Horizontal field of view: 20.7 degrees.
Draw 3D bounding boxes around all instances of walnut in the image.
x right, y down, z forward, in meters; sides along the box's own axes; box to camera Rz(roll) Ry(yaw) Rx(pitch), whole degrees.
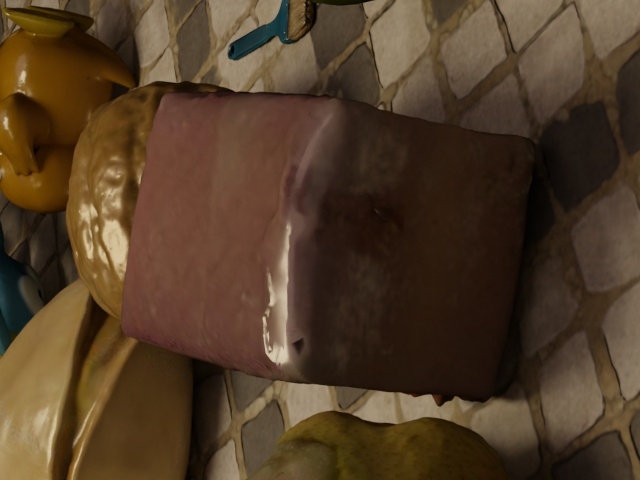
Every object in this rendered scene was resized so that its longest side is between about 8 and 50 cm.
[{"bbox_3d":[-0.127,-0.024,1.663,0.257,0.224,0.257,-14,72,52],"label":"walnut"}]

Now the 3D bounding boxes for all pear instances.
[{"bbox_3d":[0.041,0.256,1.318,0.271,0.271,0.271,-23,62,54],"label":"pear"}]

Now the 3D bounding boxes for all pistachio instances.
[{"bbox_3d":[-0.241,0.190,1.800,0.238,0.229,0.321,133,155,-80],"label":"pistachio"}]

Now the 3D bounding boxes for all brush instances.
[{"bbox_3d":[-0.054,-0.215,1.800,0.164,0.014,0.051,-19,64,56],"label":"brush"}]

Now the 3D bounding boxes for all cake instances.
[{"bbox_3d":[0.000,0.000,1.427,0.309,0.237,0.230,12,89,55],"label":"cake"}]

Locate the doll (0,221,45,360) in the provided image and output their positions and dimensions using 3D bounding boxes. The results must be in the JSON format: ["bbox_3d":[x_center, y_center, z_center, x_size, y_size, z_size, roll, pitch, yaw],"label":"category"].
[{"bbox_3d":[-0.407,0.009,2.146,0.346,0.099,0.341,-135,29,-71],"label":"doll"}]

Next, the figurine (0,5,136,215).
[{"bbox_3d":[-0.328,-0.157,2.081,0.228,0.215,0.215,-53,38,13],"label":"figurine"}]

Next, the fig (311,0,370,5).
[{"bbox_3d":[0.023,-0.374,1.490,0.316,0.316,0.316,-23,62,54],"label":"fig"}]
